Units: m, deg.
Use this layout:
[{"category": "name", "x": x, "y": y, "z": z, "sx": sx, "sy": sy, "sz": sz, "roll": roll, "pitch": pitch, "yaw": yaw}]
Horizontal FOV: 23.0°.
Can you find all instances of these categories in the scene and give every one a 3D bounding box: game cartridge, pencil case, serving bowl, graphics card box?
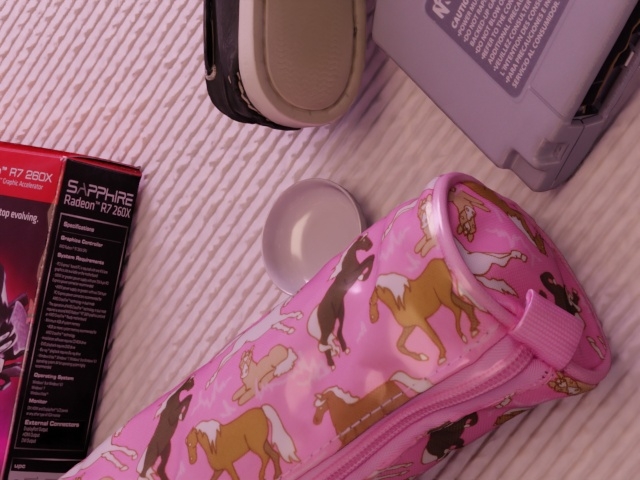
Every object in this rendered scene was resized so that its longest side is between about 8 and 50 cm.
[{"category": "game cartridge", "x": 0.137, "y": -0.200, "z": 0.948, "sx": 0.196, "sy": 0.060, "sz": 0.294, "roll": 47, "pitch": 131, "yaw": 27}, {"category": "pencil case", "x": -0.005, "y": 0.117, "z": 0.988, "sx": 0.386, "sy": 0.160, "sz": 0.167, "roll": -40, "pitch": 62, "yaw": 22}, {"category": "serving bowl", "x": 0.000, "y": 0.000, "z": 1.081, "sx": 0.083, "sy": 0.027, "sz": 0.083, "roll": -6, "pitch": 80, "yaw": 34}, {"category": "graphics card box", "x": -0.281, "y": 0.104, "z": 1.220, "sx": 0.232, "sy": 0.094, "sz": 0.371, "roll": 10, "pitch": 89, "yaw": 35}]

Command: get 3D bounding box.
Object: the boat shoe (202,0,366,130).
[{"category": "boat shoe", "x": -0.026, "y": -0.238, "z": 1.086, "sx": 0.113, "sy": 0.127, "sz": 0.340, "roll": -9, "pitch": 79, "yaw": 57}]
